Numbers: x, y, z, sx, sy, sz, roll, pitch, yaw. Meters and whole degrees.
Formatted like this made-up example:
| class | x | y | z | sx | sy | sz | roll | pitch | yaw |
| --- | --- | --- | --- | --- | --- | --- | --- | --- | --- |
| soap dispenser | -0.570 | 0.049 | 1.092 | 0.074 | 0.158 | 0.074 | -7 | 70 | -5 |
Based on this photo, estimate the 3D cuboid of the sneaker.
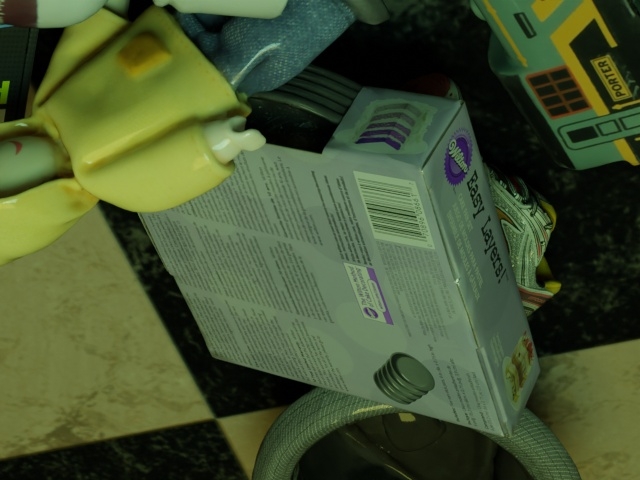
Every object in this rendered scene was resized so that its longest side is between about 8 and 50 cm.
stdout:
| class | x | y | z | sx | sy | sz | roll | pitch | yaw |
| --- | --- | --- | --- | --- | --- | --- | --- | --- | --- |
| sneaker | 0.104 | -0.029 | 1.162 | 0.093 | 0.088 | 0.225 | -24 | 135 | -2 |

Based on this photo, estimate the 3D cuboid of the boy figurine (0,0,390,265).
| class | x | y | z | sx | sy | sz | roll | pitch | yaw |
| --- | --- | --- | --- | --- | --- | --- | --- | --- | --- |
| boy figurine | -0.105 | -0.093 | 1.006 | 0.285 | 0.177 | 0.092 | -35 | 145 | 4 |

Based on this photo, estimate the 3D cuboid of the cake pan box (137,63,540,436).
| class | x | y | z | sx | sy | sz | roll | pitch | yaw |
| --- | --- | --- | --- | --- | --- | --- | --- | --- | --- |
| cake pan box | 0.000 | 0.000 | 1.114 | 0.246 | 0.070 | 0.267 | 10 | 142 | 31 |

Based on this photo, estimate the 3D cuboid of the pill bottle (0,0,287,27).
| class | x | y | z | sx | sy | sz | roll | pitch | yaw |
| --- | --- | --- | --- | --- | --- | --- | --- | --- | --- |
| pill bottle | -0.203 | -0.222 | 0.842 | 0.392 | 0.224 | 0.224 | 5 | 136 | -8 |

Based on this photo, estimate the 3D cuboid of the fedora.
| class | x | y | z | sx | sy | sz | roll | pitch | yaw |
| --- | --- | --- | --- | --- | --- | --- | --- | --- | --- |
| fedora | 0.077 | 0.173 | 1.325 | 0.244 | 0.124 | 0.275 | -27 | 121 | 22 |

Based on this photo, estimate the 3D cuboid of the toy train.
| class | x | y | z | sx | sy | sz | roll | pitch | yaw |
| --- | --- | --- | --- | --- | --- | --- | --- | --- | --- |
| toy train | 0.156 | -0.175 | 0.967 | 0.190 | 0.142 | 0.334 | -15 | 135 | 28 |

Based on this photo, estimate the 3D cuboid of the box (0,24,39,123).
| class | x | y | z | sx | sy | sz | roll | pitch | yaw |
| --- | --- | --- | --- | --- | --- | --- | --- | --- | --- |
| box | -0.313 | -0.090 | 1.036 | 0.270 | 0.060 | 0.216 | -2 | 134 | -23 |
